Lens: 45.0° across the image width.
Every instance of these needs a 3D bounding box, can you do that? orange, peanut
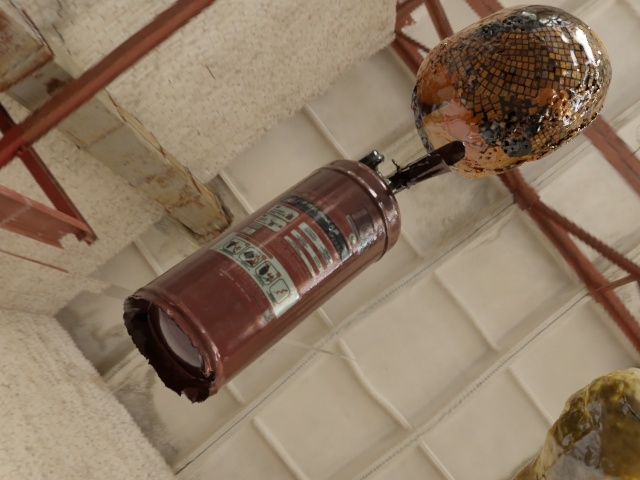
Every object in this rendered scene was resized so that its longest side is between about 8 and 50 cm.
[{"bbox_3d":[0.221,-0.175,0.908,0.235,0.234,0.182,-23,-95,1],"label":"orange"},{"bbox_3d":[0.189,0.164,0.537,0.087,0.206,0.087,7,-136,-6],"label":"peanut"}]

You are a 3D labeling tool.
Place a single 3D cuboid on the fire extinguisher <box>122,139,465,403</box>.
[{"bbox_3d":[0.000,0.000,0.676,0.337,0.147,0.106,-38,-77,-33],"label":"fire extinguisher"}]
